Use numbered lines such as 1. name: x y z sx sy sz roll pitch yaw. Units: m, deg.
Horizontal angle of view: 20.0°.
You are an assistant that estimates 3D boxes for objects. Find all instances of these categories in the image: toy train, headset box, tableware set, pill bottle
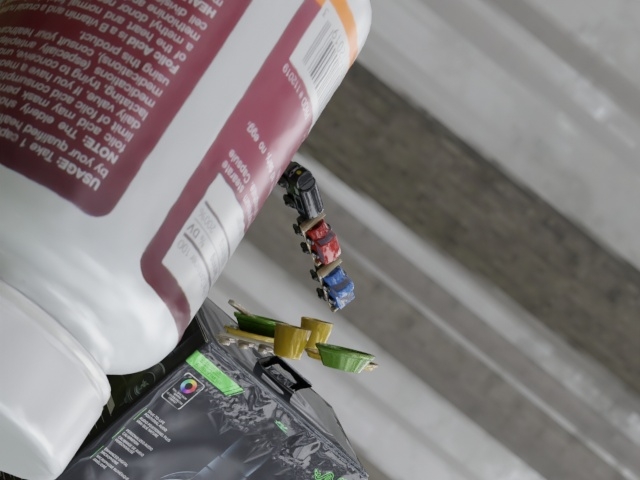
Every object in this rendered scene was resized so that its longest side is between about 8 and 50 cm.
1. toy train: 0.000 0.000 1.486 0.027 0.158 0.036 -40 -136 -23
2. headset box: -0.131 0.206 1.716 0.283 0.246 0.131 -41 -147 7
3. tableware set: -0.012 0.060 1.147 0.154 0.104 0.024 115 -12 -90
4. pill bottle: -0.149 -0.053 1.202 0.392 0.224 0.224 -58 -172 -23
